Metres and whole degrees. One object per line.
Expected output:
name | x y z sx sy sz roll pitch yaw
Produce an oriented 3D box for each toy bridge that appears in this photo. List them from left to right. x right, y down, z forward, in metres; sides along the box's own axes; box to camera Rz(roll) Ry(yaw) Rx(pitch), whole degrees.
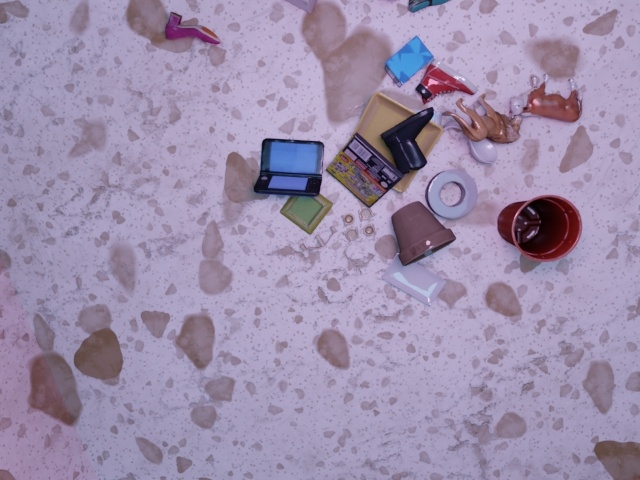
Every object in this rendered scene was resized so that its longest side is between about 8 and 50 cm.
toy bridge | 0.000 0.000 1.905 0.188 0.026 0.063 -30 97 6

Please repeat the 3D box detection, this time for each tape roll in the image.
tape roll | 0.591 -0.211 1.826 0.220 0.072 0.218 0 96 3

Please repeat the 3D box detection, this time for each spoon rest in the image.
spoon rest | 0.666 -0.437 1.777 0.277 0.084 0.137 32 59 0

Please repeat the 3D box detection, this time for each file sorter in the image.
file sorter | 0.379 -0.769 1.749 0.170 0.104 0.118 -40 93 6

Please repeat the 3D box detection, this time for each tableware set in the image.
tableware set | 0.180 -0.076 1.890 0.169 0.020 0.140 -17 96 5

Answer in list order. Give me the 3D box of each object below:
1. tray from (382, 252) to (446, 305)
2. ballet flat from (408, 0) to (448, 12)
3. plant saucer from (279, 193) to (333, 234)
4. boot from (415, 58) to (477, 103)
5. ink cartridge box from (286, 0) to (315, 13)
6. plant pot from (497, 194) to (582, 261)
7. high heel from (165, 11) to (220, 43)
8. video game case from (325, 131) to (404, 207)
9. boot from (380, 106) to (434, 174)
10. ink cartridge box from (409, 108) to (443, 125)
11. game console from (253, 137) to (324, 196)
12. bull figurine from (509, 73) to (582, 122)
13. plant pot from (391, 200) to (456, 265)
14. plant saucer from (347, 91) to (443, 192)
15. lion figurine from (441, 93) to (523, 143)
tray | 0.441 0.182 1.905 0.271 0.030 0.145 30 97 -1
ballet flat | 0.470 -1.045 1.733 0.189 0.070 0.070 -15 96 1
plant saucer | -0.068 -0.150 1.880 0.188 0.045 0.188 37 97 -2
boot | 0.550 -0.660 1.775 0.245 0.088 0.176 25 116 -11
ink cartridge box | -0.068 -1.131 1.693 0.171 0.168 0.232 27 98 0
plant pot | 0.910 -0.064 1.731 0.273 0.265 0.272 0 97 4
high heel | -0.575 -0.911 1.807 0.244 0.082 0.117 22 127 -12
video game case | 0.189 -0.301 1.774 0.275 0.035 0.248 41 139 -4
boot | 0.394 -0.404 1.662 0.247 0.094 0.207 -26 103 30
ink cartridge box | 0.429 -0.526 1.798 0.210 0.062 0.108 7 99 3
game console | -0.138 -0.329 1.803 0.294 0.250 0.173 4 124 3
bull figurine | 0.975 -0.608 1.741 0.311 0.101 0.188 14 96 1
plant pot | 0.428 -0.042 1.785 0.263 0.263 0.229 -29 78 6
plant saucer | 0.308 -0.429 1.771 0.333 0.081 0.332 29 117 -1
lion figurine | 0.679 -0.482 1.689 0.392 0.142 0.240 -26 81 -33
